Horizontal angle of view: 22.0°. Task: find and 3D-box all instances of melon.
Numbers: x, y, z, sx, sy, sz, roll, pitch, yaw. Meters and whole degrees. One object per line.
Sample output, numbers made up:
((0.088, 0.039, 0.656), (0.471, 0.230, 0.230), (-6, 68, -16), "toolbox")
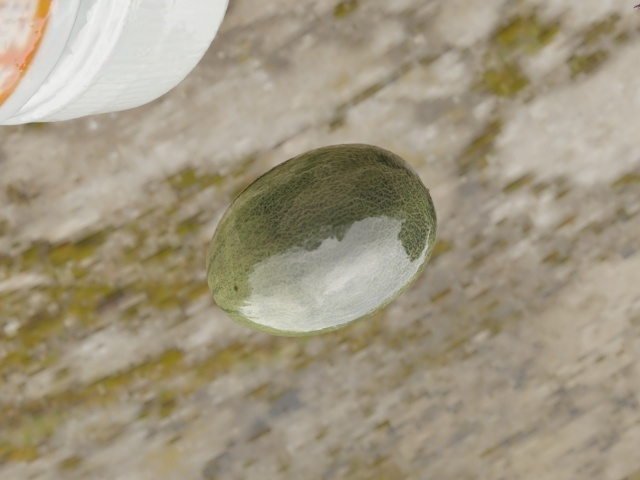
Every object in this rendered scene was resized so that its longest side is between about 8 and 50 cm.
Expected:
((0.000, 0.000, 0.890), (0.131, 0.098, 0.098), (-23, 156, -4), "melon")

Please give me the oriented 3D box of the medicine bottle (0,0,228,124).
((-0.222, -0.141, 0.743), (0.211, 0.211, 0.371), (-45, 162, 31), "medicine bottle")

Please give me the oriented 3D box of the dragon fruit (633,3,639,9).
((0.140, -0.206, 0.724), (0.282, 0.211, 0.147), (-1, -146, 49), "dragon fruit")
